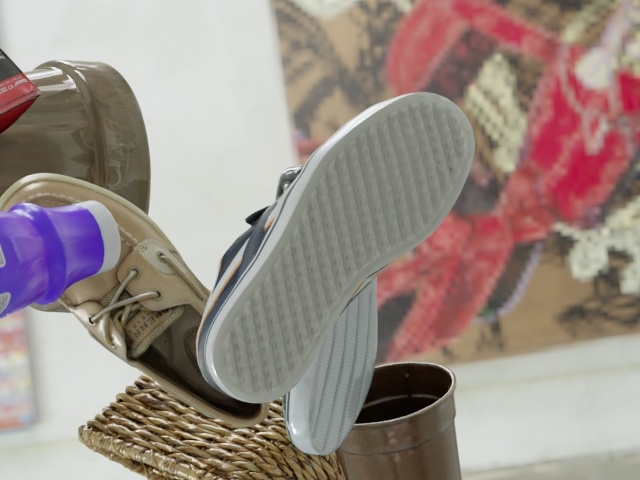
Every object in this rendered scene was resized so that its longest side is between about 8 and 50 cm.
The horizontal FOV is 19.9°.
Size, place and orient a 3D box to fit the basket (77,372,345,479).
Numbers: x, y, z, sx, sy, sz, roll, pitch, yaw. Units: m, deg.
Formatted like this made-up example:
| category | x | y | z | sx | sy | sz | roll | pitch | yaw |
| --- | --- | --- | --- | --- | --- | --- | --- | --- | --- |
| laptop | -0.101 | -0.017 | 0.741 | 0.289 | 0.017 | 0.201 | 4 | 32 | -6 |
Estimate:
| category | x | y | z | sx | sy | sz | roll | pitch | yaw |
| --- | --- | --- | --- | --- | --- | --- | --- | --- | --- |
| basket | -0.126 | 0.291 | 2.338 | 0.299 | 0.223 | 0.213 | 14 | 132 | 35 |

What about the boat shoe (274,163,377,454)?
| category | x | y | z | sx | sy | sz | roll | pitch | yaw |
| --- | --- | --- | --- | --- | --- | --- | --- | --- | --- |
| boat shoe | -0.009 | 0.073 | 2.025 | 0.121 | 0.119 | 0.335 | 32 | -119 | -55 |

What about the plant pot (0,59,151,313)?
| category | x | y | z | sx | sy | sz | roll | pitch | yaw |
| --- | --- | --- | --- | --- | --- | --- | --- | --- | --- |
| plant pot | -0.406 | -0.070 | 2.225 | 0.323 | 0.280 | 0.323 | -4 | 85 | 56 |

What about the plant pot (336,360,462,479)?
| category | x | y | z | sx | sy | sz | roll | pitch | yaw |
| --- | --- | --- | --- | --- | --- | --- | --- | --- | --- |
| plant pot | 0.090 | 0.249 | 2.106 | 0.167 | 0.167 | 0.165 | -118 | 15 | -71 |

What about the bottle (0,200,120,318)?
| category | x | y | z | sx | sy | sz | roll | pitch | yaw |
| --- | --- | --- | --- | --- | --- | --- | --- | --- | --- |
| bottle | -0.301 | 0.028 | 1.548 | 0.118 | 0.283 | 0.092 | -23 | 86 | 51 |

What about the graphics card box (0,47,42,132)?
| category | x | y | z | sx | sy | sz | roll | pitch | yaw |
| --- | --- | --- | --- | --- | --- | --- | --- | --- | --- |
| graphics card box | -0.505 | -0.242 | 1.990 | 0.371 | 0.094 | 0.233 | 48 | -151 | -1 |

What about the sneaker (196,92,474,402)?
| category | x | y | z | sx | sy | sz | roll | pitch | yaw |
| --- | --- | --- | --- | --- | --- | --- | --- | --- | --- |
| sneaker | 0.000 | 0.000 | 1.593 | 0.126 | 0.321 | 0.127 | 44 | 167 | -12 |

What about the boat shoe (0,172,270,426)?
| category | x | y | z | sx | sy | sz | roll | pitch | yaw |
| --- | --- | --- | --- | --- | --- | --- | --- | --- | --- |
| boat shoe | -0.175 | 0.060 | 1.801 | 0.341 | 0.121 | 0.110 | 38 | -170 | -22 |
